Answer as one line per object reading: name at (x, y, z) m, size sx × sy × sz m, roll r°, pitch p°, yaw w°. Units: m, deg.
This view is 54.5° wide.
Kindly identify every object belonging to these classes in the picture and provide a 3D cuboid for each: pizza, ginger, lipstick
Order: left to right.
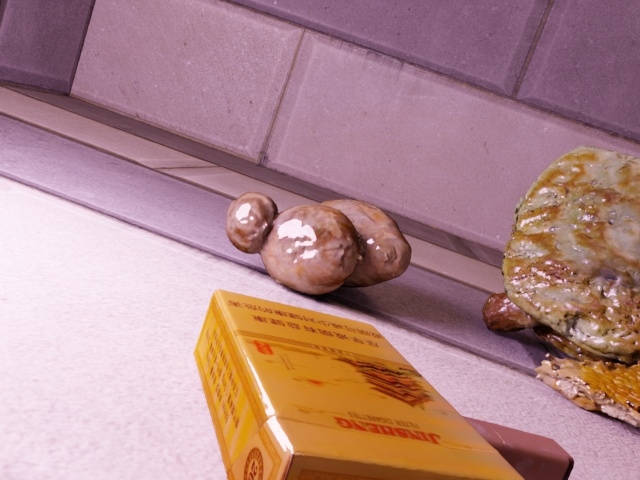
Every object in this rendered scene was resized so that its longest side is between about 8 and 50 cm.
ginger at (0.000, 0.000, 0.994) m, size 0.245 × 0.155 × 0.304 m, roll 29°, pitch 12°, yaw 38°
lipstick at (0.149, 0.188, 0.550) m, size 0.145 × 0.045 × 0.045 m, roll 17°, pitch 11°, yaw -16°
pizza at (0.453, 0.229, 0.878) m, size 0.297 × 0.071 × 0.189 m, roll 14°, pitch 22°, yaw -12°

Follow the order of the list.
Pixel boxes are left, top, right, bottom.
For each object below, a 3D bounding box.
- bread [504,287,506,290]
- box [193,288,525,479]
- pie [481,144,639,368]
bread at (0.555, 0.123, 1.515) m, size 0.245 × 0.134 × 0.244 m, roll 17°, pitch 7°, yaw -2°
box at (0.007, 0.132, 0.491) m, size 0.174 × 0.076 × 0.274 m, roll 14°, pitch 10°, yaw -22°
pie at (0.520, 0.018, 1.101) m, size 0.395 × 0.418 × 0.180 m, roll 19°, pitch -21°, yaw 29°
